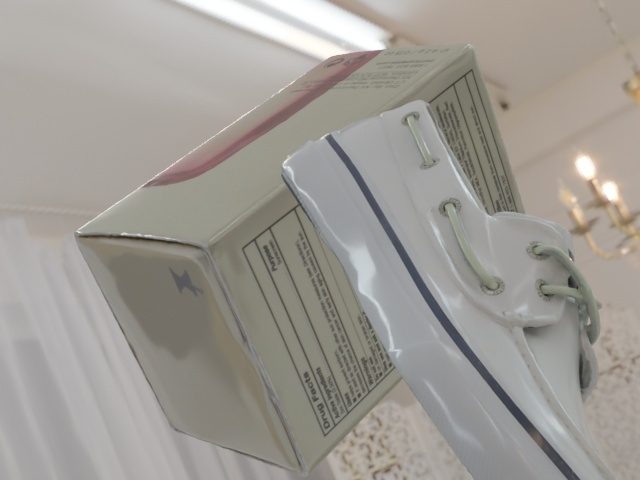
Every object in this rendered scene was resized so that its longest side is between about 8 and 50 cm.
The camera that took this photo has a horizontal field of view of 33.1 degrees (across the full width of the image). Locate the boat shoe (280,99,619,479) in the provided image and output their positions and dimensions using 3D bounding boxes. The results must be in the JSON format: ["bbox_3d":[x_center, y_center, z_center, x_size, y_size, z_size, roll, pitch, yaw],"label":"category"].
[{"bbox_3d":[0.057,0.020,0.373,0.075,0.226,0.083,-35,-40,2],"label":"boat shoe"}]

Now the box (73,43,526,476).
[{"bbox_3d":[0.000,0.000,0.640,0.126,0.149,0.232,6,36,46],"label":"box"}]
